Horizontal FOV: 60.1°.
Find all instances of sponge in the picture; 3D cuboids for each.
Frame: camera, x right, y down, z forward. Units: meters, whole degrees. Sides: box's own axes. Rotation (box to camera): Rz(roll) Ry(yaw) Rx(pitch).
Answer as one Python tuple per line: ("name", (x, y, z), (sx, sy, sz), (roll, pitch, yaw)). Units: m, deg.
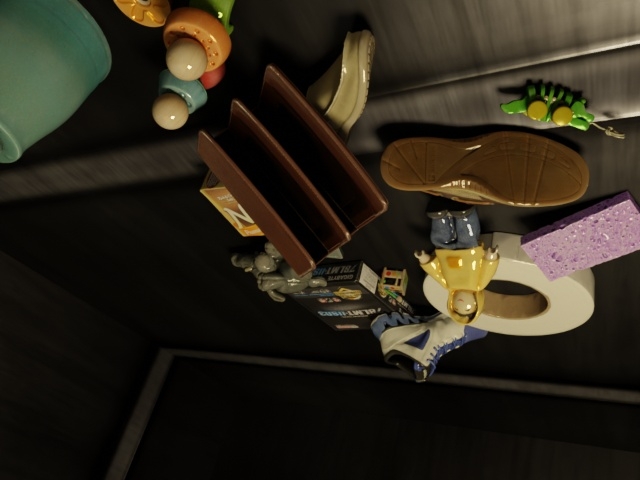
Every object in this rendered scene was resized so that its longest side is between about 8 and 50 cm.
("sponge", (0.505, -0.002, 1.050), (0.210, 0.031, 0.117), (-28, 118, 35))

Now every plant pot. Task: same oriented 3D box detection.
("plant pot", (-0.550, -0.287, 0.964), (0.271, 0.255, 0.272), (13, 151, 7))

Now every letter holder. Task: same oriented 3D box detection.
("letter holder", (-0.054, -0.111, 0.936), (0.302, 0.152, 0.214), (50, 163, 0))

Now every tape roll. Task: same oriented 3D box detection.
("tape roll", (0.440, 0.114, 1.320), (0.391, 0.072, 0.392), (14, 151, 8))

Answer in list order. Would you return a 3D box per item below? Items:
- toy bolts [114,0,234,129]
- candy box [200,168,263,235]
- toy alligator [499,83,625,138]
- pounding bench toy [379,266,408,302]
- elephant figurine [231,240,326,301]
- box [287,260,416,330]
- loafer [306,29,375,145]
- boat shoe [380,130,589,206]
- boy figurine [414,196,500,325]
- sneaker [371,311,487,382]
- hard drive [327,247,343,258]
("toy bolts", (-0.248, -0.294, 0.885), (0.218, 0.159, 0.228), (18, 152, -1))
("candy box", (-0.083, -0.097, 1.215), (0.316, 0.088, 0.183), (-2, 145, 31))
("toy alligator", (0.369, -0.199, 0.832), (0.189, 0.056, 0.051), (14, 111, 6))
("pounding bench toy", (0.188, 0.120, 1.455), (0.065, 0.083, 0.052), (5, 149, 21))
("elephant figurine", (-0.124, 0.080, 1.522), (0.169, 0.186, 0.239), (-20, 175, -23))
("box", (0.081, 0.171, 1.622), (0.295, 0.073, 0.293), (-9, 141, 40))
("loafer", (0.023, -0.233, 0.904), (0.092, 0.102, 0.268), (13, 152, -4))
("boat shoe", (0.282, -0.120, 0.978), (0.341, 0.123, 0.123), (3, 179, 14))
("boy figurine", (0.283, 0.047, 1.156), (0.177, 0.092, 0.285), (2, 118, 28))
("sneaker", (0.305, 0.296, 1.519), (0.315, 0.182, 0.128), (-5, 139, 0))
("hard drive", (0.000, 0.000, 1.411), (0.094, 0.022, 0.135), (5, 150, 21))
